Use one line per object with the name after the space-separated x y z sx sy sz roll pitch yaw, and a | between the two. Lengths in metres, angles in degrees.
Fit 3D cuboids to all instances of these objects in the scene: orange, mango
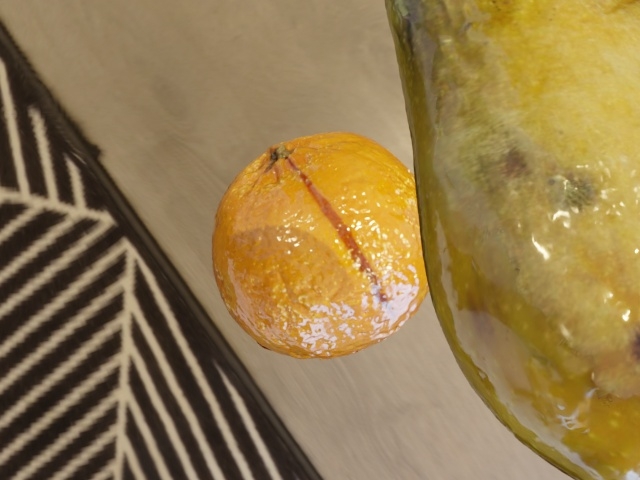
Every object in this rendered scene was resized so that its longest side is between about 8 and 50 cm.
0.000 0.000 1.170 0.193 0.193 0.161 -39 121 -6 | orange
0.133 -0.024 0.739 0.175 0.330 0.176 -36 143 26 | mango
